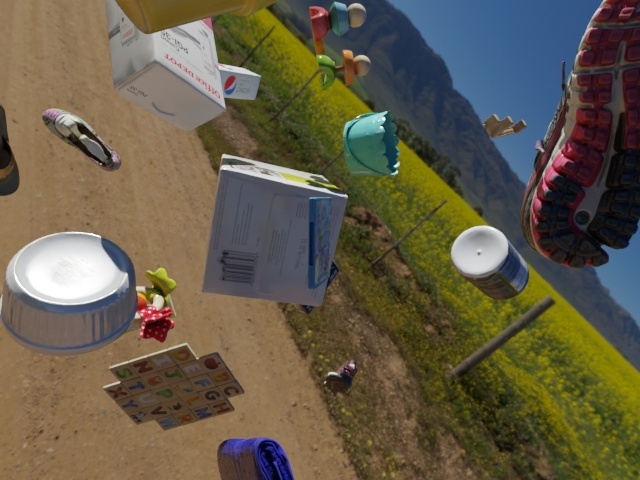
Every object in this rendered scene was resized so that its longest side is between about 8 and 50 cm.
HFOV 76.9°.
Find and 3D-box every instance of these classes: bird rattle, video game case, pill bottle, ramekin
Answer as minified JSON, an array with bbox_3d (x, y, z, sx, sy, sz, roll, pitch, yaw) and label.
[{"bbox_3d":[-0.578,0.223,1.321,0.207,0.143,0.253,2,41,-12],"label":"bird rattle"},{"bbox_3d":[0.000,0.000,0.778,0.119,0.015,0.166,-23,115,-74],"label":"video game case"},{"bbox_3d":[0.425,0.068,0.984,0.246,0.130,0.130,32,22,-45],"label":"pill bottle"},{"bbox_3d":[-0.419,0.079,0.688,0.207,0.109,0.207,18,38,-14],"label":"ramekin"}]

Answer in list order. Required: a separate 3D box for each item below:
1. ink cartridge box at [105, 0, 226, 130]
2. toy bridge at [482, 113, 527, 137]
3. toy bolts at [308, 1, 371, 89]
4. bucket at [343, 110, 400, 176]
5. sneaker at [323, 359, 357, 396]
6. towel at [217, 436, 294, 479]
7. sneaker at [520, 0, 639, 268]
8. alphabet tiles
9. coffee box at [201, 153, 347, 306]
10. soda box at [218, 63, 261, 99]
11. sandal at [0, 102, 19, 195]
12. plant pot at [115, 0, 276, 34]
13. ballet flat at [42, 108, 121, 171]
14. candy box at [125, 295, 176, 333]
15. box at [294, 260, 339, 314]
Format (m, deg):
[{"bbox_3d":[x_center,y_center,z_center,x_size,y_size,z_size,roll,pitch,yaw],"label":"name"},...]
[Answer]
[{"bbox_3d":[-0.321,-0.407,0.847,0.207,0.117,0.282,20,54,-64],"label":"ink cartridge box"},{"bbox_3d":[0.476,-0.298,1.065,0.188,0.063,0.026,-9,70,-41],"label":"toy bridge"},{"bbox_3d":[0.060,-0.609,1.213,0.228,0.159,0.218,76,6,-57],"label":"toy bolts"},{"bbox_3d":[0.221,-0.405,1.732,0.281,0.183,0.280,-4,90,-66],"label":"bucket"},{"bbox_3d":[0.104,0.562,1.715,0.106,0.162,0.281,44,-27,9],"label":"sneaker"},{"bbox_3d":[-0.125,0.523,0.834,0.076,0.308,0.227,-7,70,-33],"label":"towel"},{"bbox_3d":[0.287,-0.124,0.422,0.121,0.299,0.112,21,13,5],"label":"sneaker"},{"bbox_3d":[-0.404,0.416,1.120,0.011,0.343,0.285,-97,167,-61],"label":"alphabet tiles"},{"bbox_3d":[-0.154,-0.042,1.205,0.339,0.337,0.334,9,16,-16],"label":"coffee box"},{"bbox_3d":[-0.255,-0.440,1.114,0.069,0.073,0.216,28,25,13],"label":"soda box"},{"bbox_3d":[-0.634,-0.172,0.786,0.060,0.219,0.090,38,35,18],"label":"sandal"},{"bbox_3d":[-0.202,-0.438,0.593,0.254,0.239,0.254,47,-15,16],"label":"plant pot"},{"bbox_3d":[-0.622,-0.268,1.055,0.221,0.077,0.079,43,-16,-16],"label":"ballet flat"},{"bbox_3d":[-0.643,0.261,1.463,0.027,0.206,0.105,158,-85,-72],"label":"candy box"},{"bbox_3d":[-0.041,0.134,1.524,0.056,0.231,0.183,9,-39,42],"label":"box"}]
